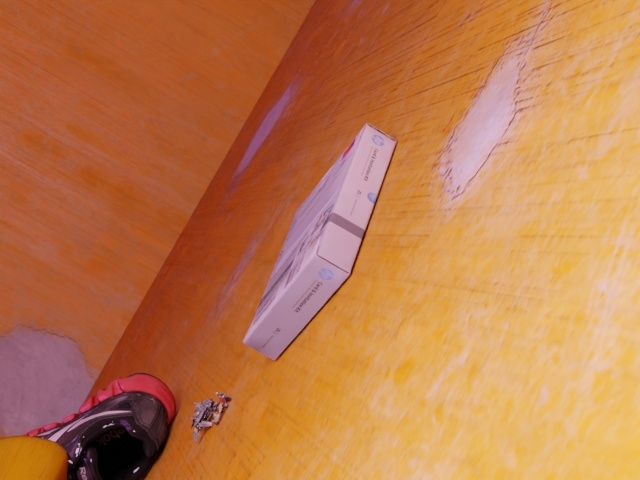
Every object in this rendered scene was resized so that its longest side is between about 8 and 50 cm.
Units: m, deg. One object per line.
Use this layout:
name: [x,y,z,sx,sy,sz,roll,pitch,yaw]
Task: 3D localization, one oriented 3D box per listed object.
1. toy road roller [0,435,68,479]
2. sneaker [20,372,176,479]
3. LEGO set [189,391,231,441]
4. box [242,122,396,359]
toy road roller: [-0.365,0.306,1.384,0.202,0.329,0.241,-74,-5,-58]
sneaker: [-0.287,0.262,1.601,0.276,0.098,0.135,-33,23,6]
LEGO set: [-0.114,0.169,1.393,0.083,0.023,0.054,-48,15,50]
box: [0.000,0.000,1.273,0.145,0.038,0.186,-50,14,42]
